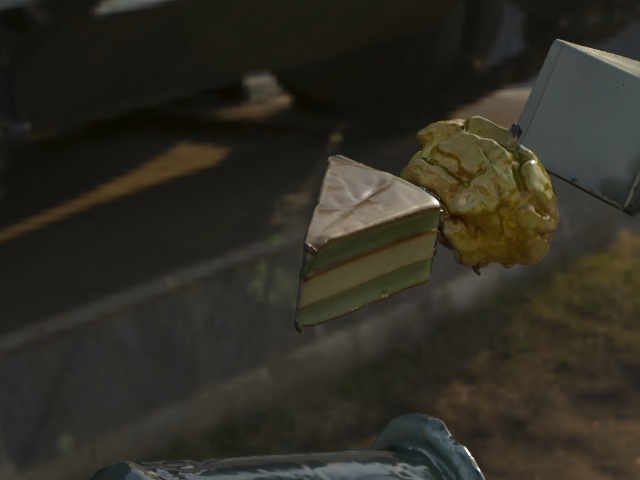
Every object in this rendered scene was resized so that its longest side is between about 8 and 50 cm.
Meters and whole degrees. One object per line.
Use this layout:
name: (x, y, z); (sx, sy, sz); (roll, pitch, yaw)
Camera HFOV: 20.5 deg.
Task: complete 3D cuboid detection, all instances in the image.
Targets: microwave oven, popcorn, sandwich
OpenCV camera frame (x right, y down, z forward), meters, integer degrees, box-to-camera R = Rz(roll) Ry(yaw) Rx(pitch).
microwave oven: (0.355, -0.108, 1.914); (0.194, 0.145, 0.240); (35, 18, 36)
popcorn: (0.150, -0.044, 1.688); (0.148, 0.152, 0.167); (28, 13, -49)
sandwich: (0.000, 0.000, 1.377); (0.113, 0.079, 0.163); (25, 31, 34)

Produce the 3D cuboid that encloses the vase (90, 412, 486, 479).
vase: (-0.040, 0.264, 1.394); (0.291, 0.245, 0.245); (1, 11, -28)
